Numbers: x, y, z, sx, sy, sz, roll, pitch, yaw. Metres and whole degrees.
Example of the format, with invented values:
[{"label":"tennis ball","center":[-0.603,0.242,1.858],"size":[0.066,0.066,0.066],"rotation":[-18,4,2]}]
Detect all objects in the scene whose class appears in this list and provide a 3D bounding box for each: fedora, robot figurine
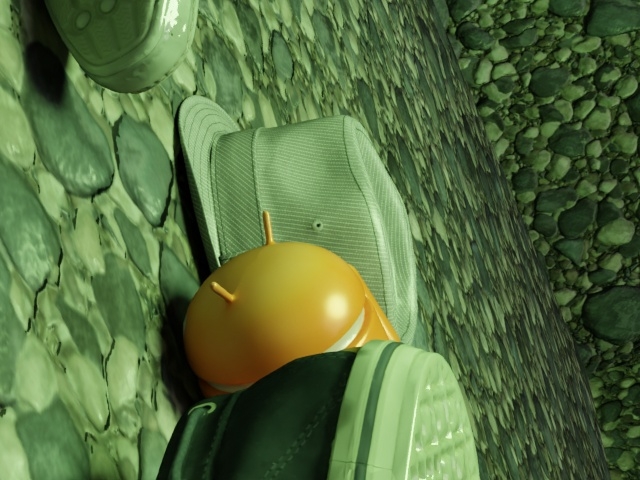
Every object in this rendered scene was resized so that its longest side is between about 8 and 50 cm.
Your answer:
[{"label":"fedora","center":[0.000,0.000,1.055],"size":[0.244,0.124,0.275],"rotation":[27,48,-72]},{"label":"robot figurine","center":[-0.010,0.093,0.899],"size":[0.128,0.158,0.219],"rotation":[37,-26,62]}]

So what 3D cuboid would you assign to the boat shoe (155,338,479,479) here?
[{"label":"boat shoe","center":[-0.041,0.246,0.564],"size":[0.500,0.156,0.186],"rotation":[-75,152,-45]}]

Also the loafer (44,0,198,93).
[{"label":"loafer","center":[-0.115,-0.211,0.891],"size":[0.111,0.112,0.319],"rotation":[45,29,-45]}]
